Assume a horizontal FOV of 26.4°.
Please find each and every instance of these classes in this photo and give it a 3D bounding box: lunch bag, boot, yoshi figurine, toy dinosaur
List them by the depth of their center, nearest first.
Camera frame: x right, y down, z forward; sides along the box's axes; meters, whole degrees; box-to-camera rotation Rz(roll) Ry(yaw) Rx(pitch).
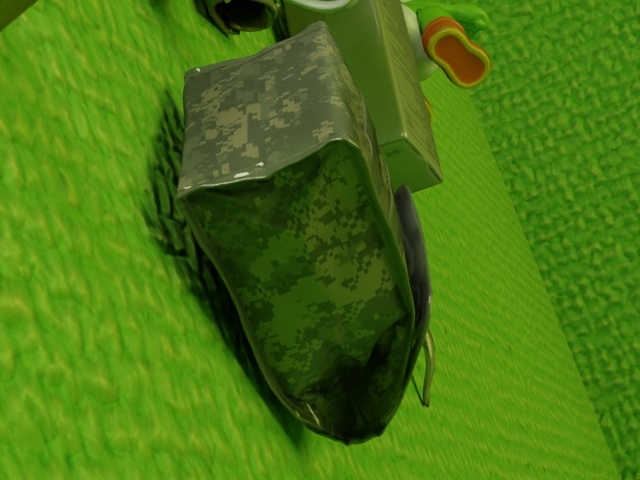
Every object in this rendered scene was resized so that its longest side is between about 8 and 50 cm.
[{"bbox_3d":[0.000,0.000,1.164,0.235,0.168,0.287,-96,166,-59],"label":"lunch bag"},{"bbox_3d":[-0.088,-0.302,1.496,0.213,0.077,0.165,9,58,-67],"label":"boot"},{"bbox_3d":[0.099,0.056,1.647,0.118,0.064,0.268,57,19,-57],"label":"toy dinosaur"},{"bbox_3d":[0.123,-0.268,1.944,0.362,0.203,0.203,-117,-147,-58],"label":"yoshi figurine"}]

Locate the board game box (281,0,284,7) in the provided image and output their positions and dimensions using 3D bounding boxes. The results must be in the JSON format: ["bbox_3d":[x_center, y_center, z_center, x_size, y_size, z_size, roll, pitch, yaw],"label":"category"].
[{"bbox_3d":[-0.033,-0.358,1.888,0.126,0.026,0.186,67,14,4],"label":"board game box"}]

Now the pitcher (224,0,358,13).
[{"bbox_3d":[-0.067,-0.280,1.264,0.125,0.207,0.178,-32,109,-73],"label":"pitcher"}]

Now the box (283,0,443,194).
[{"bbox_3d":[0.047,-0.211,1.695,0.148,0.121,0.311,43,33,-58],"label":"box"}]

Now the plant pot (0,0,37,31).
[{"bbox_3d":[-0.209,-0.194,0.885,0.083,0.081,0.081,47,21,-22],"label":"plant pot"}]
